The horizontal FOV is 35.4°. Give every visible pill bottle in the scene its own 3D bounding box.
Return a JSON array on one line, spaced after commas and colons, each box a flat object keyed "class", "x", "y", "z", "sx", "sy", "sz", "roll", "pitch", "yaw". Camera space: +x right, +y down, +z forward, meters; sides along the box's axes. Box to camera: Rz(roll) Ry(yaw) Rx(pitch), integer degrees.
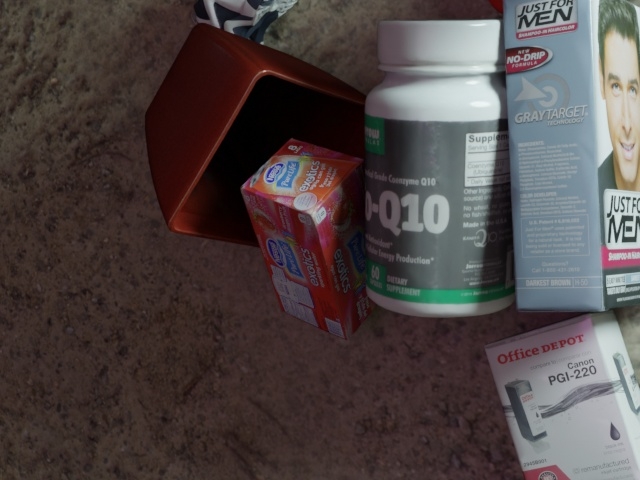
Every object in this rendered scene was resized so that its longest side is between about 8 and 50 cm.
[{"class": "pill bottle", "x": 0.158, "y": -0.099, "z": 1.286, "sx": 0.204, "sy": 0.204, "sz": 0.361, "roll": 8, "pitch": 105, "yaw": 34}]

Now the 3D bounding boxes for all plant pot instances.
[{"class": "plant pot", "x": -0.109, "y": -0.168, "z": 1.486, "sx": 0.267, "sy": 0.267, "sz": 0.236, "roll": -57, "pitch": 48, "yaw": 21}]

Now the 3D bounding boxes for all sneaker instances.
[{"class": "sneaker", "x": -0.123, "y": -0.401, "z": 1.576, "sx": 0.153, "sy": 0.094, "sz": 0.235, "roll": 48, "pitch": 126, "yaw": 15}]

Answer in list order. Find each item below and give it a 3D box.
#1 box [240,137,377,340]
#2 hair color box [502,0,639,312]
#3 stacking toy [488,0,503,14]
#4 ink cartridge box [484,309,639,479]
[{"class": "box", "x": 0.000, "y": 0.000, "z": 1.401, "sx": 0.128, "sy": 0.123, "sz": 0.257, "roll": 20, "pitch": 144, "yaw": 33}, {"class": "hair color box", "x": 0.318, "y": -0.105, "z": 1.220, "sx": 0.113, "sy": 0.185, "sz": 0.375, "roll": -4, "pitch": 89, "yaw": 36}, {"class": "stacking toy", "x": 0.263, "y": -0.346, "z": 1.174, "sx": 0.141, "sy": 0.330, "sz": 0.141, "roll": 0, "pitch": 81, "yaw": 0}, {"class": "ink cartridge box", "x": 0.322, "y": 0.212, "z": 1.279, "sx": 0.158, "sy": 0.092, "sz": 0.218, "roll": -22, "pitch": 76, "yaw": 32}]
